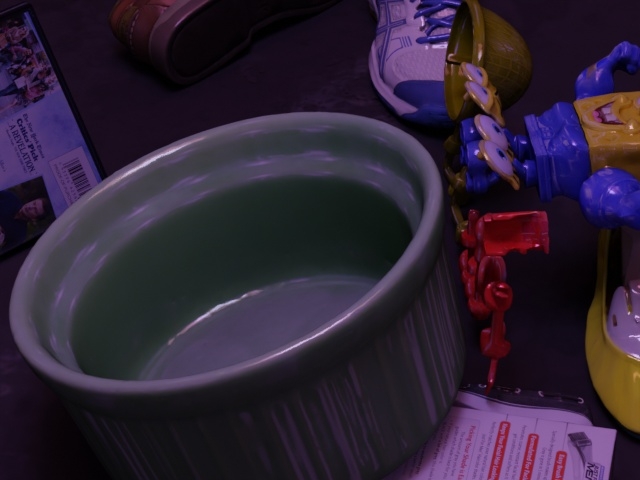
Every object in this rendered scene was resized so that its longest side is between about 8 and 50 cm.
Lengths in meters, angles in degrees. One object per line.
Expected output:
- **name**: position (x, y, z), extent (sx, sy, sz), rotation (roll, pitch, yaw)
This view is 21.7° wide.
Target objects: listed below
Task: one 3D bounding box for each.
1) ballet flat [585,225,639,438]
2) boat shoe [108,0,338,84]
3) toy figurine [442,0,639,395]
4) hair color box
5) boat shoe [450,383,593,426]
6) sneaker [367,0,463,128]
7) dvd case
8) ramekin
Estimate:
- **ballet flat**: position (0.237, 0.043, 1.245), extent (0.077, 0.077, 0.231), rotation (3, 41, 5)
- **boat shoe**: position (-0.066, -0.265, 1.602), extent (0.307, 0.111, 0.104), rotation (-32, 49, -30)
- **toy figurine**: position (0.211, -0.053, 1.249), extent (0.217, 0.191, 0.362), rotation (-3, 28, 1)
- **hair color box**: position (0.111, 0.165, 1.128), extent (0.167, 0.053, 0.093), rotation (7, 39, 13)
- **boat shoe**: position (0.124, 0.124, 1.184), extent (0.142, 0.049, 0.040), rotation (10, 35, 5)
- **sneaker**: position (0.093, -0.224, 1.531), extent (0.111, 0.131, 0.296), rotation (-7, 42, -8)
- **dvd case**: position (-0.306, -0.064, 1.340), extent (0.253, 0.180, 0.022), rotation (-29, 14, -28)
- **ramekin**: position (-0.046, 0.055, 1.147), extent (0.303, 0.148, 0.303), rotation (-14, 33, 9)
